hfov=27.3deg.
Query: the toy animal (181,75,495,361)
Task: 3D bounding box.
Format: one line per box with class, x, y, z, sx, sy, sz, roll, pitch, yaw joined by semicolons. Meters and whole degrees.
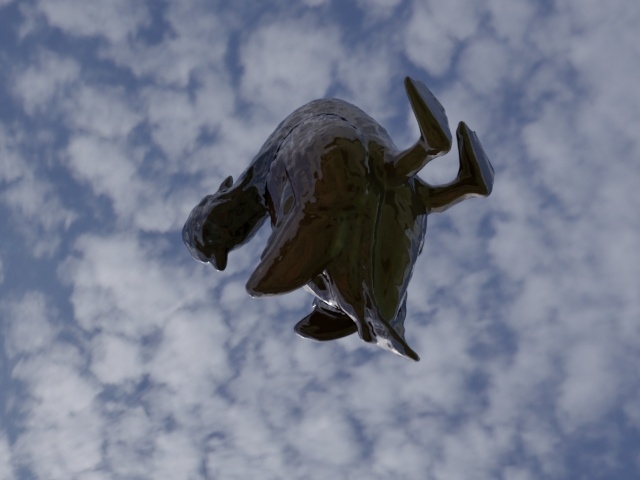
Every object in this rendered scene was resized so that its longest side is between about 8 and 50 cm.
toy animal;0.000;0.000;0.685;0.089;0.179;0.188;44;-151;-41
